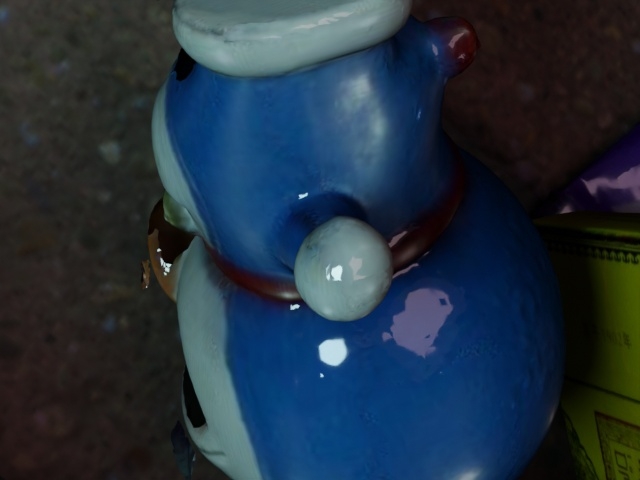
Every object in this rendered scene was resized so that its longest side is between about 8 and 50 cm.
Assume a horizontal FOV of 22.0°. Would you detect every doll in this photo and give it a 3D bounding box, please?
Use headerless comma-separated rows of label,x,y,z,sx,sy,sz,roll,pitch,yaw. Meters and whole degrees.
doll,0.000,0.000,0.606,0.161,0.215,0.257,-16,123,6

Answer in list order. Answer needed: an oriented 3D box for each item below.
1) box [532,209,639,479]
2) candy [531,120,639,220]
box,0.158,0.126,0.702,0.041,0.153,0.279,-14,96,-13
candy,0.232,-0.043,0.817,0.275,0.070,0.145,-44,99,-15
